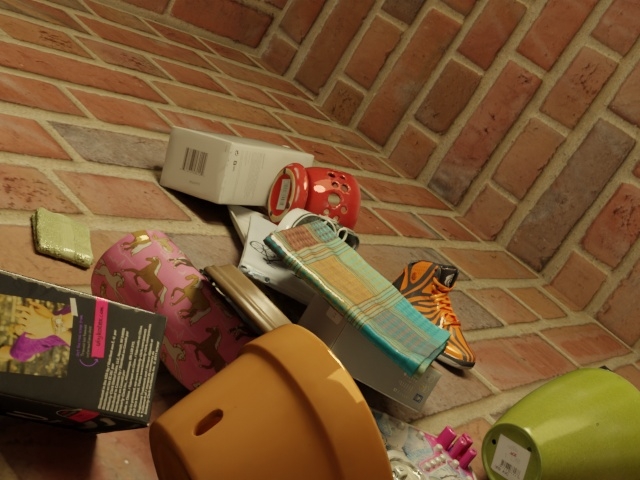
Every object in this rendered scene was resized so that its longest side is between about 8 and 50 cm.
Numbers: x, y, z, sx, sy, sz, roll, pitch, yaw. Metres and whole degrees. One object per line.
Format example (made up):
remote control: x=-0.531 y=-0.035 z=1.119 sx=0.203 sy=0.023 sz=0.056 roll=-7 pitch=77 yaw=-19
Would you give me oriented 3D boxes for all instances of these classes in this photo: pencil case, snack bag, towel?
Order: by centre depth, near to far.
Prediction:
pencil case: x=-0.194 y=0.151 z=1.330 sx=0.386 sy=0.160 sz=0.167 roll=42 pitch=-4 yaw=27
towel: x=-0.460 y=-0.008 z=1.532 sx=0.110 sy=0.027 sz=0.148 roll=21 pitch=21 yaw=-28
towel: x=0.081 y=0.098 z=1.611 sx=0.370 sy=0.040 sz=0.271 roll=42 pitch=18 yaw=10
snack bag: x=-0.025 y=0.077 z=1.863 sx=0.323 sy=0.037 sz=0.342 roll=28 pitch=18 yaw=-10

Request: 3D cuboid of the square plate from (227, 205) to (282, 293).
square plate: x=-0.049 y=0.057 z=2.012 sx=0.344 sy=0.049 sz=0.347 roll=22 pitch=20 yaw=-28

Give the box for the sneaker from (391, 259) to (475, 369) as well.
sneaker: x=0.291 y=0.160 z=2.091 sx=0.124 sy=0.180 sz=0.321 roll=12 pitch=26 yaw=-46

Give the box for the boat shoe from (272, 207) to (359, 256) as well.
boat shoe: x=-0.001 y=0.004 z=1.854 sx=0.105 sy=0.113 sz=0.306 roll=22 pitch=4 yaw=22

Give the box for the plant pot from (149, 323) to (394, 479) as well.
plant pot: x=-0.073 y=0.271 z=1.033 sx=0.203 sy=0.291 sz=0.291 roll=-21 pitch=47 yaw=-27

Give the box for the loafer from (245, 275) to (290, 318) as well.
loafer: x=-0.123 y=0.111 z=1.734 sx=0.148 sy=0.056 sz=0.050 roll=37 pitch=12 yaw=16

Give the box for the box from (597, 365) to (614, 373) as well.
box: x=0.669 y=0.463 z=1.925 sx=0.312 sy=0.179 sz=0.343 roll=42 pitch=20 yaw=26

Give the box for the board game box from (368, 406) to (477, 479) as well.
board game box: x=0.145 y=0.393 z=1.443 sx=0.390 sy=0.050 sz=0.390 roll=26 pitch=18 yaw=-18

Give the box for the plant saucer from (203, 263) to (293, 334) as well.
plant saucer: x=-0.068 y=0.132 z=1.284 sx=0.278 sy=0.041 sz=0.278 roll=45 pitch=-7 yaw=7

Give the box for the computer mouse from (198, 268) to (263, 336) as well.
computer mouse: x=-0.147 y=0.145 z=1.622 sx=0.262 sy=0.060 sz=0.184 roll=35 pitch=-3 yaw=-6

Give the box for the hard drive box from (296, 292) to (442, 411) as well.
hard drive box: x=0.088 y=0.212 z=1.636 sx=0.232 sy=0.089 sz=0.181 roll=30 pitch=2 yaw=-24

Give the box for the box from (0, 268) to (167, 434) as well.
box: x=-0.348 y=0.137 z=1.038 sx=0.270 sy=0.165 sz=0.143 roll=21 pitch=64 yaw=-30

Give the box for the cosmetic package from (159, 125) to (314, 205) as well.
cosmetic package: x=-0.199 y=-0.179 z=2.137 sx=0.197 sy=0.155 sz=0.365 roll=18 pitch=8 yaw=30

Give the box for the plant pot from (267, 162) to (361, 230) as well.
plant pot: x=-0.024 y=-0.090 z=2.069 sx=0.174 sy=0.191 sz=0.191 roll=14 pitch=24 yaw=-28

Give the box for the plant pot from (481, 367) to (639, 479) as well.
plant pot: x=0.454 y=0.398 z=1.647 sx=0.293 sy=0.275 sz=0.275 roll=-1 pitch=36 yaw=-42
